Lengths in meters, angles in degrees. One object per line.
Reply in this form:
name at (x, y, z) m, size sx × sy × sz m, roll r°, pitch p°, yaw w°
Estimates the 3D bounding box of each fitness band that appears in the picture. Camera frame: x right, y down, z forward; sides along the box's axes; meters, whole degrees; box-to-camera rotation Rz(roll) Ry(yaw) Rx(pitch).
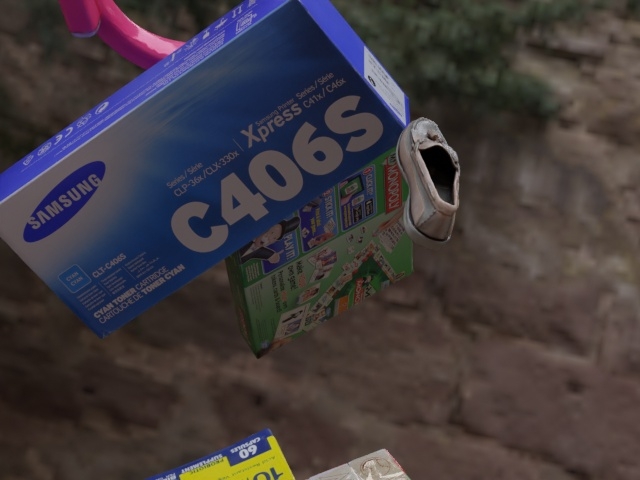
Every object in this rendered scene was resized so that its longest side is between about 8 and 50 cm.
fitness band at (-0.134, -0.248, 1.717) m, size 0.209 × 0.054 × 0.291 m, roll 3°, pitch -42°, yaw 13°

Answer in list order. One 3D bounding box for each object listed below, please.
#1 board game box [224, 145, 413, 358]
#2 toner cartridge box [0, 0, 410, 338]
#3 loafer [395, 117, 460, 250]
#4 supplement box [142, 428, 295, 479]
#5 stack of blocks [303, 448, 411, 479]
board game box at (0.000, 0.000, 2.156) m, size 0.213 × 0.046 × 0.317 m, roll -29°, pitch -25°, yaw -12°
toner cartridge box at (-0.108, -0.071, 1.725) m, size 0.348 × 0.075 × 0.165 m, roll -34°, pitch -67°, yaw 18°
loafer at (0.079, -0.046, 1.354) m, size 0.045 × 0.125 × 0.039 m, roll 20°, pitch -52°, yaw -16°
supplement box at (-0.080, 0.415, 2.361) m, size 0.194 × 0.356 × 0.195 m, roll -22°, pitch -63°, yaw -6°
stack of blocks at (-0.045, 0.334, 1.880) m, size 0.297 × 0.087 × 0.171 m, roll -18°, pitch -53°, yaw -20°
